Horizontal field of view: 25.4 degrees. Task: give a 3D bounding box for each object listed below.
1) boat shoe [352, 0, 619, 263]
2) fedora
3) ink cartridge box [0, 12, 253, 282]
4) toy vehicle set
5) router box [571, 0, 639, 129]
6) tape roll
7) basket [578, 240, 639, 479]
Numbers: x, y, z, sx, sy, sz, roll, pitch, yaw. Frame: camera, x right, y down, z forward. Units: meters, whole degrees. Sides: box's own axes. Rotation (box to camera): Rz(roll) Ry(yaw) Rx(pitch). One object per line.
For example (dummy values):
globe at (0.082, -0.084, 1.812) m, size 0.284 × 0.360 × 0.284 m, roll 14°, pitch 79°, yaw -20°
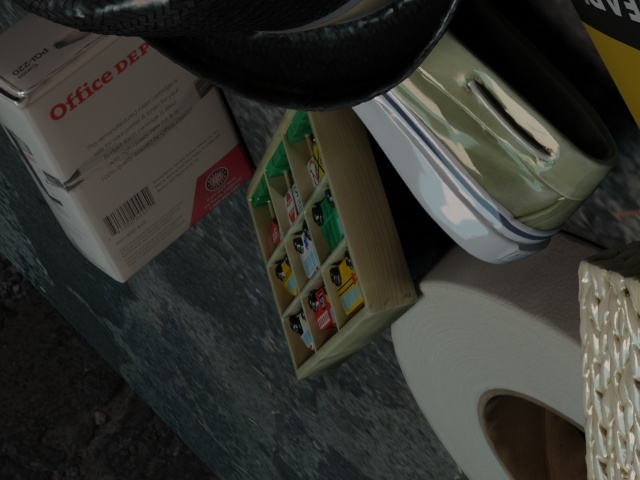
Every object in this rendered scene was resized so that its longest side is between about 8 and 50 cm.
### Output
boat shoe at (0.042, -0.128, 0.761) m, size 0.302 × 0.109 × 0.094 m, roll 50°, pitch 125°, yaw 3°
fedora at (-0.085, -0.194, 0.638) m, size 0.334 × 0.152 × 0.334 m, roll 20°, pitch 122°, yaw 35°
ink cartridge box at (-0.167, -0.098, 1.161) m, size 0.092 × 0.158 × 0.218 m, roll 35°, pitch 157°, yaw 38°
toy vehicle set at (0.000, 0.000, 1.064) m, size 0.267 × 0.035 × 0.166 m, roll 126°, pitch 129°, yaw -71°
router box at (0.210, 0.011, 0.390) m, size 0.243 × 0.081 × 0.309 m, roll 55°, pitch 175°, yaw -26°
tape roll at (0.208, 0.157, 0.966) m, size 0.392 × 0.072 × 0.392 m, roll 43°, pitch 161°, yaw 19°
basket at (0.198, 0.079, 0.692) m, size 0.103 × 0.113 × 0.167 m, roll 31°, pitch 130°, yaw 59°
